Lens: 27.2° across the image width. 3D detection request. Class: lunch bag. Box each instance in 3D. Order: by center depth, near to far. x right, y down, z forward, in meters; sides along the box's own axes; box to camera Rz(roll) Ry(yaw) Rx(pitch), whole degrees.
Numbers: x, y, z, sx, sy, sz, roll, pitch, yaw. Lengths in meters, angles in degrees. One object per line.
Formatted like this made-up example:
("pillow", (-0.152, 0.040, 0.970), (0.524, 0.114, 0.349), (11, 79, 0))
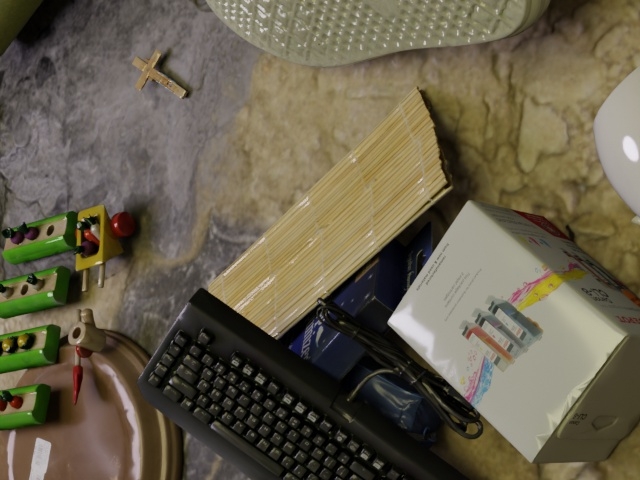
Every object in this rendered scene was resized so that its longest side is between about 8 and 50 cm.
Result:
("lunch bag", (0.063, 0.149, 1.164), (0.098, 0.067, 0.065), (27, 102, 34))

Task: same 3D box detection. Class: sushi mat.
("sushi mat", (0.000, 0.000, 1.228), (0.316, 0.019, 0.151), (-42, 31, 26))

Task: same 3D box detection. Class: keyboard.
("keyboard", (0.013, 0.150, 1.112), (0.317, 0.033, 0.201), (35, 112, 1))

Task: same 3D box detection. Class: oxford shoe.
("oxford shoe", (0.045, -0.254, 1.207), (0.449, 0.169, 0.130), (8, 45, 46))

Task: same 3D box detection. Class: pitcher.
("pitcher", (0.288, -0.023, 0.986), (0.207, 0.125, 0.178), (50, 128, 20))

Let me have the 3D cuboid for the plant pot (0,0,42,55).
("plant pot", (-0.392, -0.345, 1.495), (0.254, 0.276, 0.276), (-51, 56, 35))

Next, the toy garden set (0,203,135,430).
("toy garden set", (-0.301, 0.076, 1.438), (0.204, 0.049, 0.244), (-13, 61, 37))

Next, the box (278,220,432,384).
("box", (0.016, 0.077, 1.180), (0.225, 0.036, 0.136), (-47, 13, 22))

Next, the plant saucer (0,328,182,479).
("plant saucer", (-0.260, 0.233, 1.428), (0.278, 0.041, 0.278), (-5, 81, 38))

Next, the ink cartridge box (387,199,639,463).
("ink cartridge box", (0.173, 0.074, 1.047), (0.176, 0.128, 0.127), (45, 111, 33))

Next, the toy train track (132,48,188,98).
("toy train track", (-0.171, -0.175, 1.432), (0.083, 0.014, 0.048), (36, 99, 30))
